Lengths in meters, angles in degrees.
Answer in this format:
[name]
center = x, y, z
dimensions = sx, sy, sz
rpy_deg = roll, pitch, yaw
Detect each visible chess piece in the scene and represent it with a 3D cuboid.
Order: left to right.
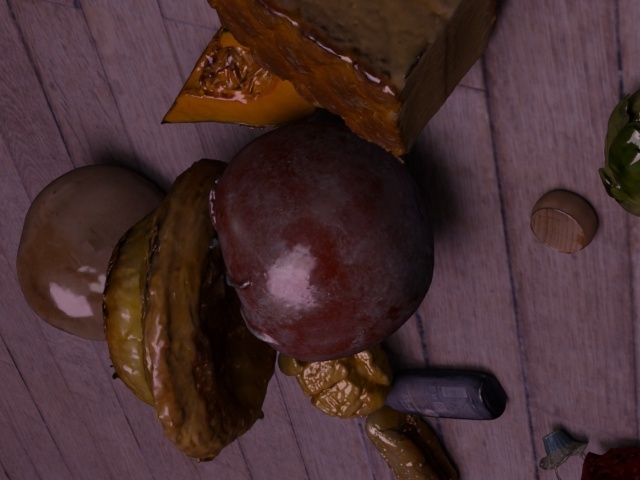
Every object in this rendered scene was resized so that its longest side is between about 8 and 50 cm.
[chess piece]
center = 0.303, -0.023, 1.678
dimensions = 0.084, 0.038, 0.083
rpy_deg = 25, 142, 22

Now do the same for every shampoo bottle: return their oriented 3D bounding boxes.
[shampoo bottle]
center = 0.181, 0.240, 2.097
dimensions = 0.234, 0.049, 0.087
rpy_deg = -5, 123, 48

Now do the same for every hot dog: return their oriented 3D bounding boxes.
[hot dog]
center = 0.163, 0.360, 2.230
dimensions = 0.073, 0.084, 0.242
rpy_deg = -5, 125, 44

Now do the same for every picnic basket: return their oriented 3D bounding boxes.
[picnic basket]
center = 0.364, 0.320, 2.002
dimensions = 0.083, 0.065, 0.083
rpy_deg = -39, 76, 48

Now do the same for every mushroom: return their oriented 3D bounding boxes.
[mushroom]
center = -0.358, 0.035, 2.232
dimensions = 0.292, 0.292, 0.290
rpy_deg = 39, 164, 3

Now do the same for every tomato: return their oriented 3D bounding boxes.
[tomato]
center = 0.000, 0.000, 1.760
dimensions = 0.283, 0.316, 0.316
rpy_deg = -20, 121, 12

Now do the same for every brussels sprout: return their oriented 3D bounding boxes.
[brussels sprout]
center = 0.378, -0.087, 1.482
dimensions = 0.139, 0.100, 0.181
rpy_deg = 14, 132, 5

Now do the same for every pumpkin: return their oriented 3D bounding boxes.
[pumpkin]
center = -0.084, -0.217, 1.804
dimensions = 0.163, 0.111, 0.278
rpy_deg = 30, 147, -12

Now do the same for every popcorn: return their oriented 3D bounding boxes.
[popcorn]
center = 0.028, 0.184, 2.092
dimensions = 0.140, 0.163, 0.194
rpy_deg = -29, 78, 27

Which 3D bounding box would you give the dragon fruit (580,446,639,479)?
[dragon fruit]
center = 0.549, 0.413, 1.842
dimensions = 0.330, 0.302, 0.240
rpy_deg = 31, 117, -13

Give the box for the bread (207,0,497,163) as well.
[bread]
center = 0.031, -0.264, 1.448
dimensions = 0.279, 0.207, 0.279
rpy_deg = 35, 175, 14

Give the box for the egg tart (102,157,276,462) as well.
[egg tart]
center = -0.191, 0.101, 1.947
dimensions = 0.178, 0.443, 0.443
rpy_deg = 1, 134, 16
